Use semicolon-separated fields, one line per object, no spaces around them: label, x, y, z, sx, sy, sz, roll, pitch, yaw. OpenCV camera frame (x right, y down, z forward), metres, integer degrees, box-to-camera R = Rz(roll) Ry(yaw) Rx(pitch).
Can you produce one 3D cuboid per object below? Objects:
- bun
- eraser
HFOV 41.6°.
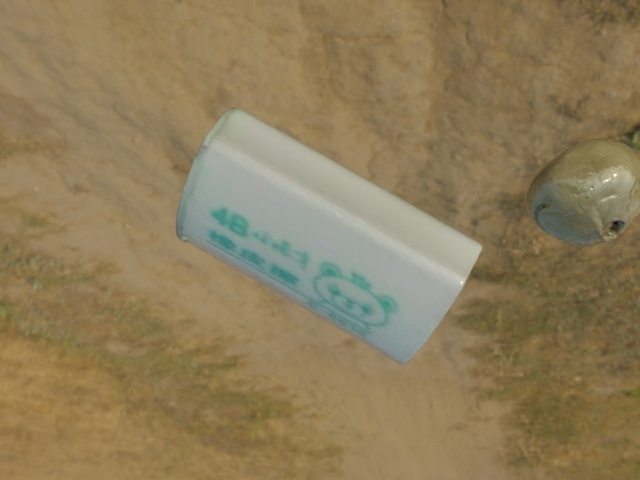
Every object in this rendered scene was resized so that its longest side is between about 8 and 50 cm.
bun;0.384;-0.055;1.197;0.167;0.113;0.173;-28;146;8
eraser;0.000;0.000;0.871;0.290;0.104;0.189;30;140;4
